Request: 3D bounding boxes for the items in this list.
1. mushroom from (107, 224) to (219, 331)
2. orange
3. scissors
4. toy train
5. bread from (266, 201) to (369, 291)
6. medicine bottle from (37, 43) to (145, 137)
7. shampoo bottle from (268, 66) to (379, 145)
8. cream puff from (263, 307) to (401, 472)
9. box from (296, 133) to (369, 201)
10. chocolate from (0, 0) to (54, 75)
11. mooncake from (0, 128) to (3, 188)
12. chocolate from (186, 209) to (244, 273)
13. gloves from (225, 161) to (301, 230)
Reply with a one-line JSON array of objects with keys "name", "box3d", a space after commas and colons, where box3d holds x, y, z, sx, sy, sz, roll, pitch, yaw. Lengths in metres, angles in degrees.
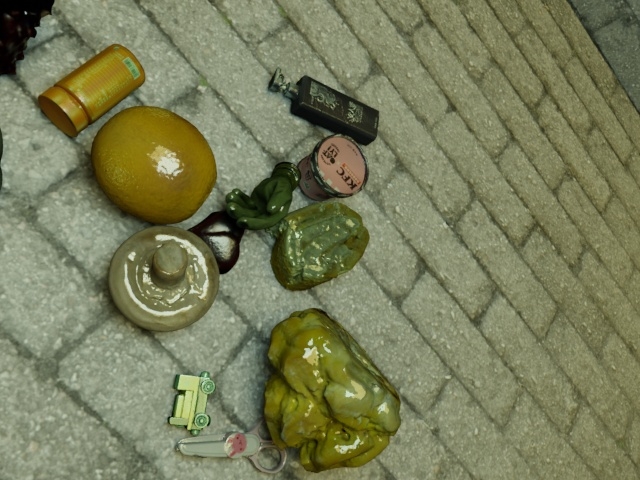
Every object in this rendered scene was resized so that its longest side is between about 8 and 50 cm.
[{"name": "mushroom", "box3d": [-0.285, 0.062, 0.937, 0.207, 0.215, 0.207, 8, 69, -21]}, {"name": "orange", "box3d": [-0.316, -0.144, 0.963, 0.236, 0.236, 0.236, 8, 74, -30]}, {"name": "scissors", "box3d": [-0.174, 0.415, 1.026, 0.242, 0.030, 0.118, 13, 71, -31]}, {"name": "toy train", "box3d": [-0.254, 0.318, 0.992, 0.081, 0.050, 0.122, 15, 71, -23]}, {"name": "bread", "box3d": [0.000, 0.000, 1.180, 0.257, 0.124, 0.186, -31, 95, -35]}, {"name": "medicine bottle", "box3d": [-0.446, -0.300, 0.995, 0.096, 0.096, 0.192, 45, 60, -15]}, {"name": "shampoo bottle", "box3d": [0.010, -0.348, 1.304, 0.309, 0.071, 0.098, 18, 72, -25]}, {"name": "cream puff", "box3d": [-0.006, 0.316, 1.042, 0.257, 0.291, 0.324, -46, 121, -1]}, {"name": "box", "box3d": [0.021, -0.168, 1.228, 0.151, 0.135, 0.151, 6, 79, -30]}, {"name": "chocolate", "box3d": [-0.614, -0.377, 0.909, 0.224, 0.206, 0.177, 8, 118, -20]}, {"name": "mooncake", "box3d": [-0.655, -0.140, 0.797, 0.275, 0.135, 0.275, 11, 65, -25]}, {"name": "chocolate", "box3d": [-0.217, -0.012, 1.076, 0.125, 0.080, 0.148, 23, 69, -26]}, {"name": "gloves", "box3d": [-0.117, -0.092, 1.107, 0.268, 0.135, 0.107, -46, 119, -55]}]
